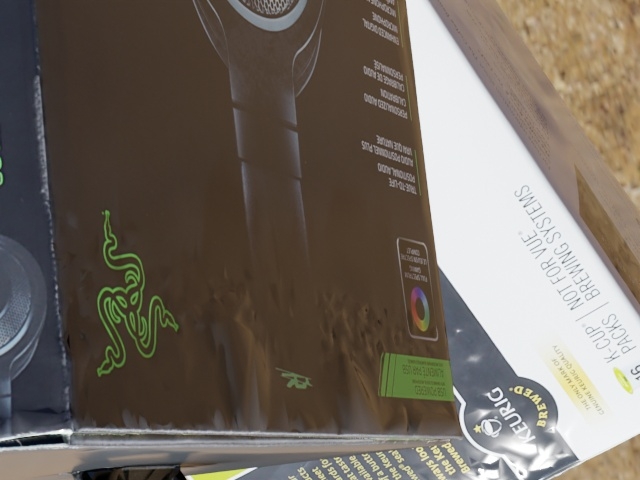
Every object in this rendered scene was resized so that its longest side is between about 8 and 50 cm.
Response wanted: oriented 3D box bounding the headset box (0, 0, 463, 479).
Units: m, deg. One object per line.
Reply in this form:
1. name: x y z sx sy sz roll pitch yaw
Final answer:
1. headset box: -0.072 -0.052 0.517 0.131 0.246 0.283 -10 79 24

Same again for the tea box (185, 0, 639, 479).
1. tea box: 0.000 0.000 1.057 0.323 0.220 0.329 -29 111 17
